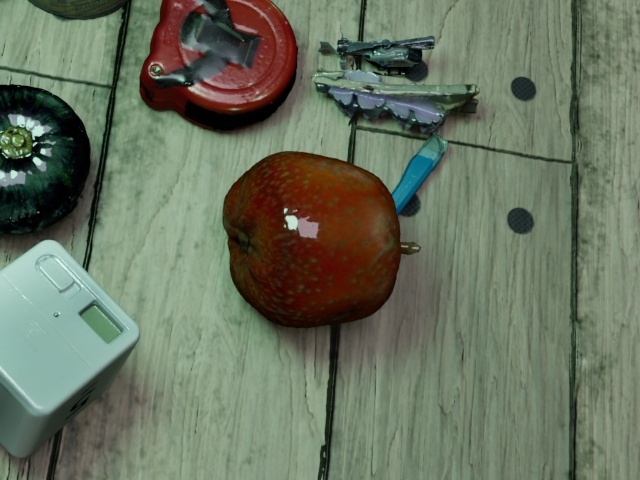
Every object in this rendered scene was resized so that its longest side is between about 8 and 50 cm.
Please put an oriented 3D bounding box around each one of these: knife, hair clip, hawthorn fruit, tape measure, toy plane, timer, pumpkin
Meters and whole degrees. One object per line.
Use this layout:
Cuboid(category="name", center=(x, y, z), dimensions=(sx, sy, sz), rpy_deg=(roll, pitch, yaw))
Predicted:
Cuboid(category="knife", center=(0.129, -0.072, 1.756), dimensions=(0.044, 0.026, 0.296), rpy_deg=(31, 68, 17))
Cuboid(category="hair clip", center=(0.127, -0.242, 1.782), dimensions=(0.292, 0.084, 0.106), rpy_deg=(7, 59, -4))
Cuboid(category="hawthorn fruit", center=(0.000, 0.000, 1.581), dimensions=(0.300, 0.275, 0.275), rpy_deg=(3, 72, -2))
Cuboid(category="tape measure", center=(-0.162, -0.309, 1.723), dimensions=(0.260, 0.114, 0.253), rpy_deg=(16, 70, -7))
Cuboid(category="toy plane", center=(0.094, -0.321, 1.804), dimensions=(0.197, 0.078, 0.053), rpy_deg=(3, 74, 4))
Cuboid(category="timer", center=(-0.392, 0.150, 1.461), dimensions=(0.192, 0.195, 0.194), rpy_deg=(45, 53, 4))
Cuboid(category="pumpkin", center=(-0.455, -0.121, 1.574), dimensions=(0.233, 0.163, 0.233), rpy_deg=(4, 73, -13))

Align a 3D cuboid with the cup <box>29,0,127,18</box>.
Cuboid(category="cup", center=(-0.422, -0.493, 1.654), dimensions=(0.301, 0.257, 0.227), rpy_deg=(-28, 78, -17))
